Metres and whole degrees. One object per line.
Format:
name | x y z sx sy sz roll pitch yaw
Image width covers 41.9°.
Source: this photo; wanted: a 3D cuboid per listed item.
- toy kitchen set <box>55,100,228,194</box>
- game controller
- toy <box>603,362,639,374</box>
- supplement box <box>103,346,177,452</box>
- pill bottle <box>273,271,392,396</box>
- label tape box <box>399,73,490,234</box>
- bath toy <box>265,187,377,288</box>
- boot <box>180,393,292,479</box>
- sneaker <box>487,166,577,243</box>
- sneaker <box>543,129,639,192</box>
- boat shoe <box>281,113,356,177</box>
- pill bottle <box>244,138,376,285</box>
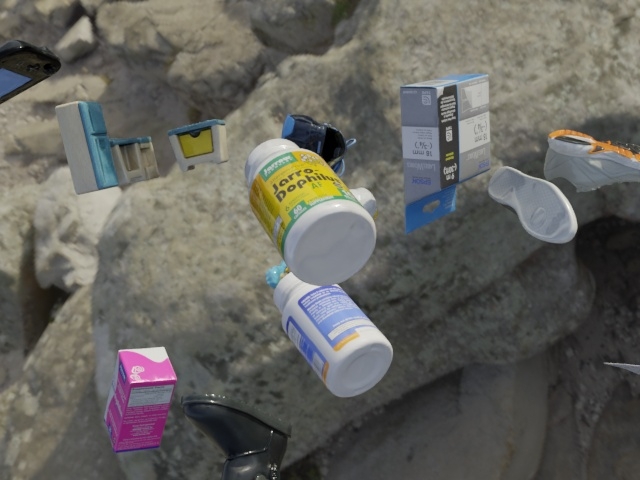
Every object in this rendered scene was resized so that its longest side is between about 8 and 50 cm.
toy kitchen set | -0.243 -0.150 1.195 0.166 0.207 0.122 -11 97 13
game controller | -0.688 -0.311 1.696 0.319 0.166 0.067 -25 90 14
toy | 0.520 0.215 1.169 0.136 0.237 0.056 -9 70 50
supplement box | -0.409 0.361 1.891 0.111 0.113 0.220 54 134 46
pill bottle | 0.015 0.178 1.710 0.152 0.152 0.272 -44 47 2
label tape box | 0.289 -0.197 1.898 0.105 0.240 0.334 8 111 37
bath toy | 0.000 0.000 2.016 0.348 0.129 0.151 -49 37 38
boot | -0.155 0.397 1.472 0.094 0.246 0.207 -20 51 41
sneaker | 0.465 -0.059 1.681 0.105 0.146 0.296 -62 24 13
sneaker | 0.613 -0.153 1.814 0.262 0.121 0.099 17 29 12
boat shoe | 0.005 -0.155 1.497 0.089 0.258 0.109 10 92 17
pill bottle | -0.023 -0.045 1.057 0.117 0.117 0.208 -41 40 5
